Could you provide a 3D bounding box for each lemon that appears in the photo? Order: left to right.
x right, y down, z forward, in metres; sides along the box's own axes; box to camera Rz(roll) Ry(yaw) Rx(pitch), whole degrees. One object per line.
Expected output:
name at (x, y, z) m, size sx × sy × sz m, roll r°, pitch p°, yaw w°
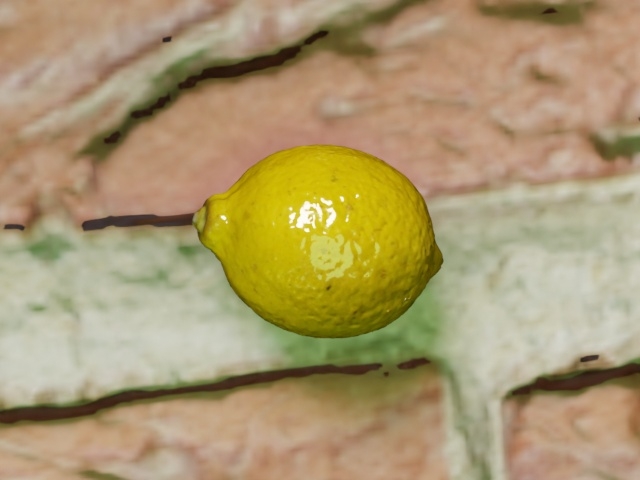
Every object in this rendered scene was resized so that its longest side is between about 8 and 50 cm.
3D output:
lemon at (0.000, 0.000, 0.533) m, size 0.083 × 0.062 × 0.062 m, roll 8°, pitch 107°, yaw -13°
